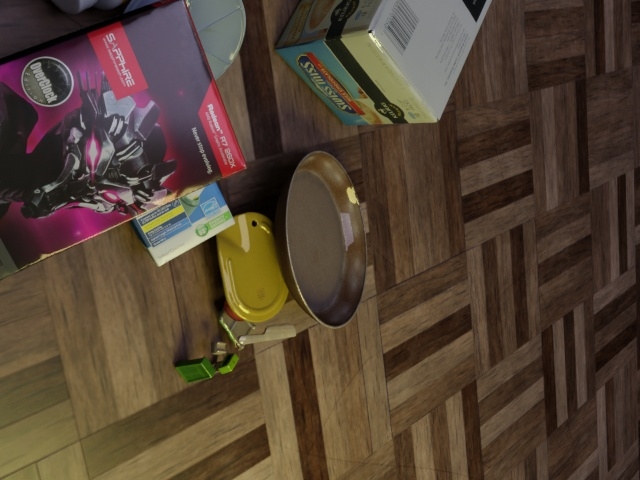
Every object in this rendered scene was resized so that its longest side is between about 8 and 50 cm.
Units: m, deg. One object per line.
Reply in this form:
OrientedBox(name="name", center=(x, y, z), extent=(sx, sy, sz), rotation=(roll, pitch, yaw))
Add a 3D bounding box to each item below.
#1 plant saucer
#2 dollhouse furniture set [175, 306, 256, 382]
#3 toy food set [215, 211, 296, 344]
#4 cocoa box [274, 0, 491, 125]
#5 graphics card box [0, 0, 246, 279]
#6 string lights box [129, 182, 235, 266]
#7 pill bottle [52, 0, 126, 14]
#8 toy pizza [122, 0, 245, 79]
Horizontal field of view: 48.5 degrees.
OrientedBox(name="plant saucer", center=(0.000, 0.000, 1.250), extent=(0.310, 0.050, 0.311), rotation=(26, 60, -59))
OrientedBox(name="dollhouse furniture set", center=(-0.172, 0.169, 1.173), extent=(0.076, 0.058, 0.152), rotation=(58, 37, -24))
OrientedBox(name="toy food set", center=(-0.122, 0.063, 1.171), extent=(0.128, 0.071, 0.218), rotation=(-12, 96, -40))
OrientedBox(name="cocoa box", center=(0.127, -0.407, 1.256), extent=(0.231, 0.227, 0.347), rotation=(41, 67, -40))
OrientedBox(name="graphics card box", center=(-0.299, -0.127, 0.872), extent=(0.370, 0.094, 0.233), rotation=(-25, 116, -16))
OrientedBox(name="string lights box", center=(-0.240, -0.110, 1.007), extent=(0.133, 0.076, 0.260), rotation=(-31, 118, -15))
OrientedBox(name="pill bottle", center=(-0.266, -0.385, 0.941), extent=(0.215, 0.117, 0.117), rotation=(-46, 125, -31))
OrientedBox(name="toy pizza", center=(-0.201, -0.297, 1.023), extent=(0.201, 0.032, 0.201), rotation=(-26, 146, -19))
